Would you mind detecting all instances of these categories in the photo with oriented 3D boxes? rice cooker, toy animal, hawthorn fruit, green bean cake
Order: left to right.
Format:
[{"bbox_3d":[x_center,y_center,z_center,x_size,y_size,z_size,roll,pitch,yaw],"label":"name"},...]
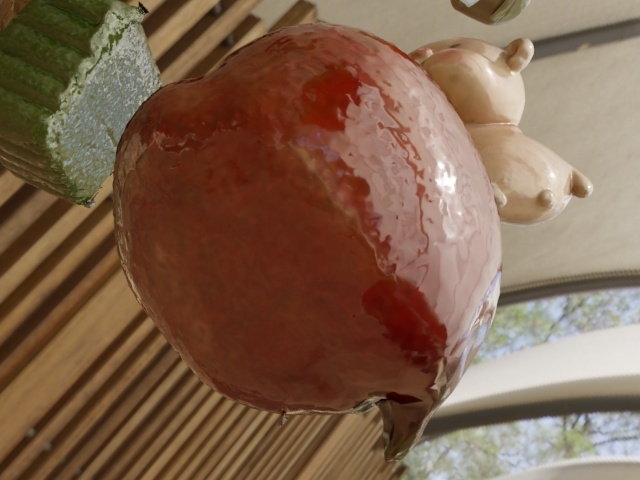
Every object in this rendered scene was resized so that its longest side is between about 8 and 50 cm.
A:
[{"bbox_3d":[-0.345,-0.201,1.177,0.156,0.246,0.250,26,-16,10],"label":"green bean cake"},{"bbox_3d":[-0.004,-0.016,0.649,0.311,0.295,0.295,32,-20,34],"label":"hawthorn fruit"},{"bbox_3d":[0.183,-0.171,1.168,0.278,0.246,0.345,10,12,-42],"label":"toy animal"},{"bbox_3d":[0.299,-0.451,1.484,0.127,0.145,0.206,15,-4,-4],"label":"rice cooker"}]

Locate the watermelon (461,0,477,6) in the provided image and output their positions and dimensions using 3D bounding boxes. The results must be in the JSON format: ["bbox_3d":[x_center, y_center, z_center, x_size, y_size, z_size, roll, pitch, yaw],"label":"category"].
[{"bbox_3d":[0.218,-0.470,1.192,0.310,0.232,0.193,-39,-108,56],"label":"watermelon"}]

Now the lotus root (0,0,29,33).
[{"bbox_3d":[-0.507,-0.333,1.535,0.193,0.193,0.291,37,-47,11],"label":"lotus root"}]
